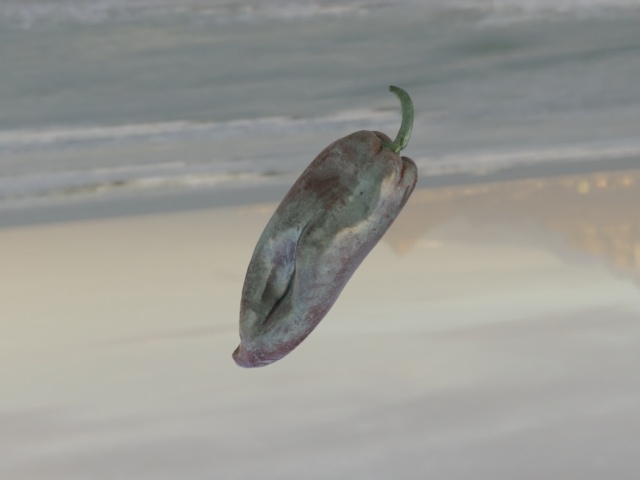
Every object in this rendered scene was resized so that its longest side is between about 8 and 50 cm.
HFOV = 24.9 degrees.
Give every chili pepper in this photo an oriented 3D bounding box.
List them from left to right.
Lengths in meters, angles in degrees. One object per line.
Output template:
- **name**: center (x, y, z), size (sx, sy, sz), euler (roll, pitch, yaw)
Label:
- **chili pepper**: center (-0.001, -0.001, 0.659), size (0.041, 0.153, 0.050), euler (30, -164, -30)
